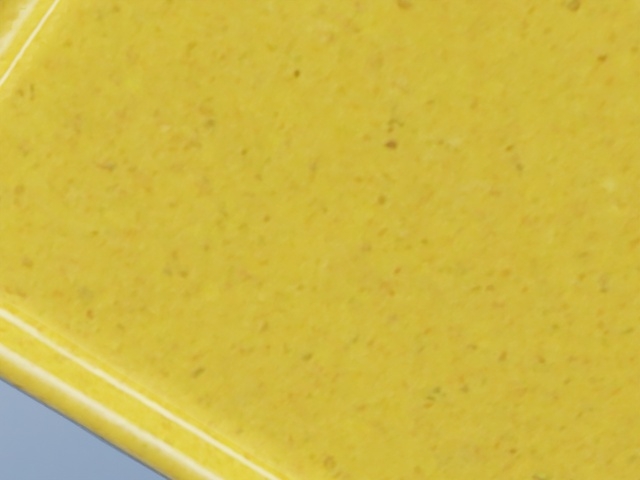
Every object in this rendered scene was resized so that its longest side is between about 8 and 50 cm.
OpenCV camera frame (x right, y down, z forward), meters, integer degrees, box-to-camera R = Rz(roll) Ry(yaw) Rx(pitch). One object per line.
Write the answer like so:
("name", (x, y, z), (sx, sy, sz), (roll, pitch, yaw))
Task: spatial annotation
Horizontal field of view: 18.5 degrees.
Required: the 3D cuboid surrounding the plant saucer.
("plant saucer", (0.052, -0.028, 0.430), (0.332, 0.333, 0.081), (33, -147, -12))
